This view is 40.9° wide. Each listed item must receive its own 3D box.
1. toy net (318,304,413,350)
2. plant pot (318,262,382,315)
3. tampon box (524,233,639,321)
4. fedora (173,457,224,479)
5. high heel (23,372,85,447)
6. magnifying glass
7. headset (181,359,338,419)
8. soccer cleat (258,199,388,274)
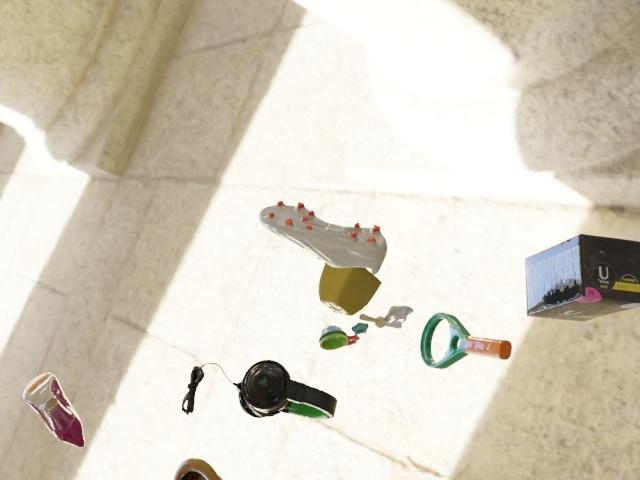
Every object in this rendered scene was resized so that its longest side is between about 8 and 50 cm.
[{"bbox_3d":[0.110,0.213,2.000,0.232,0.122,0.045,-15,53,0],"label":"toy net"},{"bbox_3d":[0.043,0.086,1.530,0.081,0.081,0.083,8,64,49],"label":"plant pot"},{"bbox_3d":[0.414,0.062,1.350,0.161,0.120,0.101,142,132,-67],"label":"tampon box"},{"bbox_3d":[-0.281,0.620,2.101,0.194,0.079,0.194,-4,84,42],"label":"fedora"},{"bbox_3d":[-0.574,0.368,1.870,0.082,0.117,0.244,-38,24,-23],"label":"high heel"},{"bbox_3d":[0.219,0.159,1.322,0.231,0.026,0.092,174,110,-69],"label":"magnifying glass"},{"bbox_3d":[-0.155,0.419,2.249,0.243,0.394,0.185,120,168,-69],"label":"headset"},{"bbox_3d":[0.000,0.000,1.235,0.068,0.196,0.076,-57,-23,-49],"label":"soccer cleat"}]
